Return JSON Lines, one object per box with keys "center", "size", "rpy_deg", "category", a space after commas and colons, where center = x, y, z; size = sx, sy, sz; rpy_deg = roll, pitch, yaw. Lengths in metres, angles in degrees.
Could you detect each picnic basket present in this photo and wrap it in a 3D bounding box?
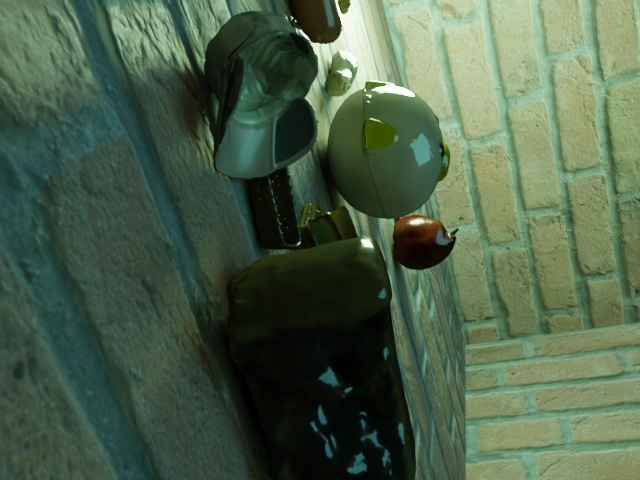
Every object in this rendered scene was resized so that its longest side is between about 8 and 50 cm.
{"center": [-0.088, -0.075, 1.101], "size": [0.110, 0.055, 0.193], "rpy_deg": [0, 80, -71], "category": "picnic basket"}

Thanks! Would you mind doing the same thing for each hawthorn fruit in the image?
{"center": [0.386, -0.001, 2.211], "size": [0.208, 0.248, 0.208], "rpy_deg": [-11, 90, -68], "category": "hawthorn fruit"}

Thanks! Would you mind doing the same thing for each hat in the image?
{"center": [-0.111, -0.237, 0.996], "size": [0.232, 0.161, 0.275], "rpy_deg": [14, 89, -55], "category": "hat"}

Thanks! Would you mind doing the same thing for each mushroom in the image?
{"center": [0.062, -0.483, 1.782], "size": [0.223, 0.081, 0.092], "rpy_deg": [-74, 167, -51], "category": "mushroom"}

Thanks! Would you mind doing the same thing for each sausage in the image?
{"center": [-0.030, -0.645, 1.522], "size": [0.121, 0.121, 0.304], "rpy_deg": [-59, 134, -65], "category": "sausage"}

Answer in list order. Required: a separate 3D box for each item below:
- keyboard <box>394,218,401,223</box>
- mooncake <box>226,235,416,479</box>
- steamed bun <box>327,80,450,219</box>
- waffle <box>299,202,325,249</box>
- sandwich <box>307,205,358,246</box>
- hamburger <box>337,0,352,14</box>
{"center": [0.327, -0.060, 2.453], "size": [0.202, 0.011, 0.067], "rpy_deg": [38, 42, -64], "category": "keyboard"}
{"center": [0.011, 0.205, 0.916], "size": [0.393, 0.246, 0.394], "rpy_deg": [49, 33, -72], "category": "mooncake"}
{"center": [0.170, -0.235, 1.589], "size": [0.374, 0.334, 0.334], "rpy_deg": [-89, 159, -46], "category": "steamed bun"}
{"center": [0.000, 0.000, 1.347], "size": [0.102, 0.042, 0.148], "rpy_deg": [-80, 153, -52], "category": "waffle"}
{"center": [0.065, 0.050, 1.297], "size": [0.212, 0.063, 0.245], "rpy_deg": [-30, 101, -73], "category": "sandwich"}
{"center": [0.015, -0.764, 1.672], "size": [0.259, 0.145, 0.283], "rpy_deg": [-92, 174, -62], "category": "hamburger"}
